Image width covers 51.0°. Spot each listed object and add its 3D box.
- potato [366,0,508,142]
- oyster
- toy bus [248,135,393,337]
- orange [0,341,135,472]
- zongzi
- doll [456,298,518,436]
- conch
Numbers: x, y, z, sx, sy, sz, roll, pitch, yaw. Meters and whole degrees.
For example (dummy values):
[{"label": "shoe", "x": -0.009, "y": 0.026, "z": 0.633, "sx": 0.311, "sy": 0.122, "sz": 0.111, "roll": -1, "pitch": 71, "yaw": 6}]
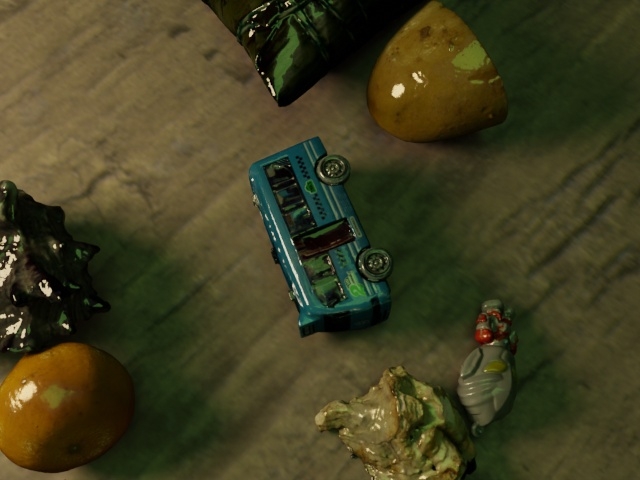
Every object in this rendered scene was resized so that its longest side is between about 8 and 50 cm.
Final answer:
[{"label": "potato", "x": 0.144, "y": -0.211, "z": 0.943, "sx": 0.158, "sy": 0.178, "sz": 0.203, "roll": -33, "pitch": 81, "yaw": -2}, {"label": "oyster", "x": 0.087, "y": 0.234, "z": 0.805, "sx": 0.191, "sy": 0.081, "sz": 0.163, "roll": -5, "pitch": 75, "yaw": 13}, {"label": "toy bus", "x": 0.000, "y": 0.000, "z": 0.871, "sx": 0.134, "sy": 0.113, "sz": 0.246, "roll": -20, "pitch": 70, "yaw": -7}, {"label": "orange", "x": -0.291, "y": 0.184, "z": 0.761, "sx": 0.155, "sy": 0.154, "sz": 0.134, "roll": -26, "pitch": 55, "yaw": -13}, {"label": "zongzi", "x": 0.014, "y": -0.421, "z": 0.913, "sx": 0.384, "sy": 0.362, "sz": 0.319, "roll": -30, "pitch": 55, "yaw": -12}, {"label": "doll", "x": 0.215, "y": 0.159, "z": 0.850, "sx": 0.094, "sy": 0.079, "sz": 0.180, "roll": 32, "pitch": 60, "yaw": -26}, {"label": "conch", "x": -0.402, "y": 0.042, "z": 0.781, "sx": 0.313, "sy": 0.186, "sz": 0.240, "roll": 13, "pitch": 60, "yaw": 10}]
